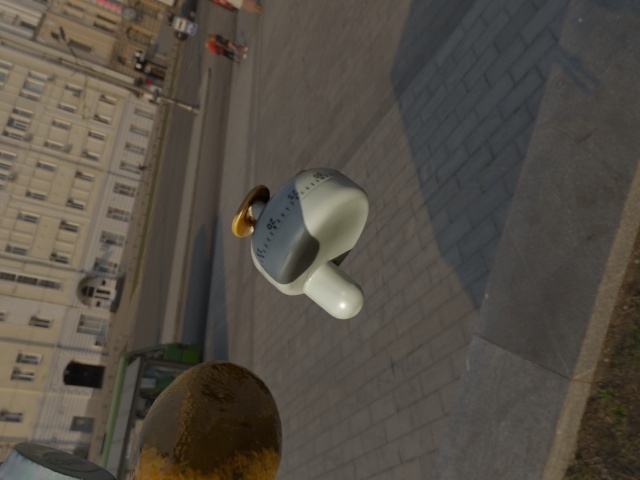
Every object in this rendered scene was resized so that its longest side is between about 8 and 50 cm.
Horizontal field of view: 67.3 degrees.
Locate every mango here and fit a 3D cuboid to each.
[{"bbox_3d":[-0.102,0.200,0.457,0.109,0.147,0.227,-27,7,9],"label":"mango"}]

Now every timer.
[{"bbox_3d":[0.000,0.000,0.837,0.240,0.233,0.234,38,118,22],"label":"timer"}]

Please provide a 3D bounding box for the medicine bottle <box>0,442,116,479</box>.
[{"bbox_3d":[-0.200,0.234,0.267,0.090,0.090,0.217,-24,40,61],"label":"medicine bottle"}]

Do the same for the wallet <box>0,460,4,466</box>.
[{"bbox_3d":[-0.316,0.393,0.450,0.170,0.044,0.322,153,109,-73],"label":"wallet"}]
